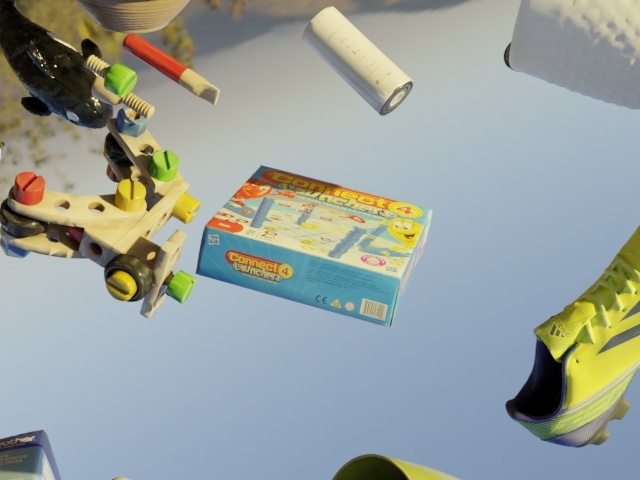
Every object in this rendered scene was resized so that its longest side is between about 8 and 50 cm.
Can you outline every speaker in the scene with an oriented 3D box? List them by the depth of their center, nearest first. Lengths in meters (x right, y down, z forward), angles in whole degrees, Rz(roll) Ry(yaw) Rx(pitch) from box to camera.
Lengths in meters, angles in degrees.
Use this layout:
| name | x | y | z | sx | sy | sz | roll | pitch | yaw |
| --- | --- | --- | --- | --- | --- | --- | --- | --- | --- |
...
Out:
| name | x | y | z | sx | sy | sz | roll | pitch | yaw |
| --- | --- | --- | --- | --- | --- | --- | --- | --- | --- |
| speaker | 0.042 | -0.210 | 1.418 | 0.055 | 0.136 | 0.055 | -42 | 166 | -13 |

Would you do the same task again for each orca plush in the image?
| name | x | y | z | sx | sy | sz | roll | pitch | yaw |
| --- | --- | --- | --- | --- | --- | --- | --- | --- | --- |
| orca plush | -0.432 | -0.301 | 1.911 | 0.151 | 0.287 | 0.102 | -26 | 169 | -5 |

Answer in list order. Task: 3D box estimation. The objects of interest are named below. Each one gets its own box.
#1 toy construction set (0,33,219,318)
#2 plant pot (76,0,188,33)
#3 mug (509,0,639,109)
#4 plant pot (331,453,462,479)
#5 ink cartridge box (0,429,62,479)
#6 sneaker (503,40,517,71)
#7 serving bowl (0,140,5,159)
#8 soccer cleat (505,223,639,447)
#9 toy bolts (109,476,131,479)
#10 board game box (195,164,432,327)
| name | x | y | z | sx | sy | sz | roll | pitch | yaw |
| --- | --- | --- | --- | --- | --- | --- | --- | --- | --- |
| toy construction set | -0.208 | -0.059 | 1.466 | 0.309 | 0.237 | 0.257 | -62 | 165 | 17 |
| plant pot | -0.296 | -0.398 | 1.915 | 0.237 | 0.110 | 0.237 | 3 | -149 | -2 |
| mug | 0.468 | -0.299 | 1.711 | 0.374 | 0.328 | 0.276 | 65 | 49 | -72 |
| plant pot | 0.191 | 0.509 | 2.076 | 0.293 | 0.275 | 0.275 | 11 | 165 | -38 |
| ink cartridge box | -0.432 | 0.454 | 1.706 | 0.151 | 0.270 | 0.395 | -13 | -158 | -3 |
| sneaker | 0.454 | -0.321 | 2.152 | 0.226 | 0.086 | 0.163 | -11 | 157 | 28 |
| serving bowl | -0.466 | -0.111 | 1.644 | 0.083 | 0.027 | 0.083 | -5 | -158 | 2 |
| soccer cleat | 0.284 | 0.083 | 1.220 | 0.121 | 0.289 | 0.093 | 18 | -159 | -16 |
| toy bolts | -0.251 | 0.432 | 1.828 | 0.218 | 0.158 | 0.228 | -44 | -162 | 3 |
| board game box | 0.000 | 0.000 | 1.916 | 0.308 | 0.086 | 0.302 | 15 | -156 | 8 |
